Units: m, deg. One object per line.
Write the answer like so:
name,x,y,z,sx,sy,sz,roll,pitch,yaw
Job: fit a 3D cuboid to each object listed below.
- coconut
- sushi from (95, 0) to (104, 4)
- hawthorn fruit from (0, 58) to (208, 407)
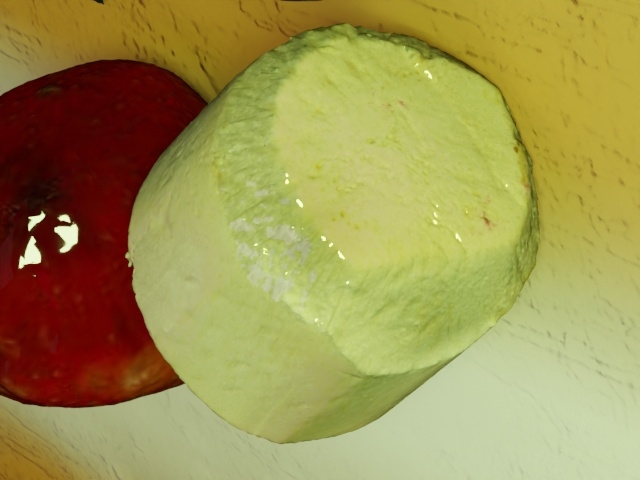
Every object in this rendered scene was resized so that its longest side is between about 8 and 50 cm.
coconut,0.000,0.000,1.147,0.239,0.239,0.244,56,144,8
sushi,-0.248,-0.298,1.377,0.192,0.050,0.215,29,160,16
hawthorn fruit,-0.192,0.010,1.333,0.265,0.307,0.265,28,136,30
